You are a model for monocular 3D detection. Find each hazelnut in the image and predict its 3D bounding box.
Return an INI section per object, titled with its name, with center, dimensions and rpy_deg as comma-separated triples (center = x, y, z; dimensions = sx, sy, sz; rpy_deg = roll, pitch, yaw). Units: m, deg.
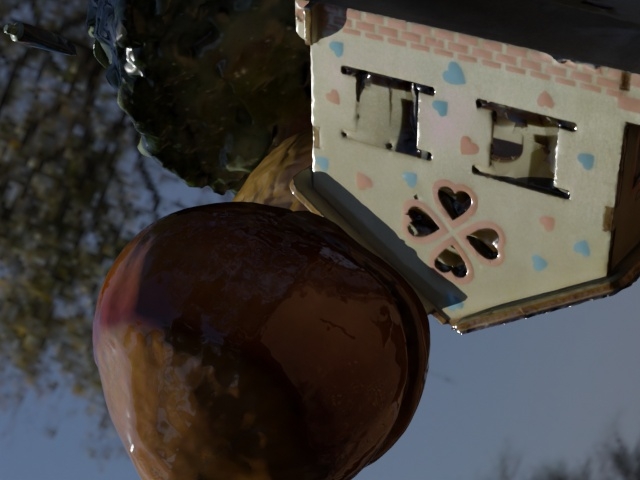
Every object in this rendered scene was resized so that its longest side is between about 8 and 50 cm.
[hazelnut]
center = -0.035, 0.066, 0.837
dimensions = 0.182, 0.182, 0.182
rpy_deg = -56, -21, -35

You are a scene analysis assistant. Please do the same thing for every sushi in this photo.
[sushi]
center = -0.052, -0.187, 1.392
dimensions = 0.294, 0.178, 0.352
rpy_deg = -24, -42, -2

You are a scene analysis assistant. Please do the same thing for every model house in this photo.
[model house]
center = 0.141, -0.059, 1.103
dimensions = 0.169, 0.326, 0.244
rpy_deg = -39, -41, -50

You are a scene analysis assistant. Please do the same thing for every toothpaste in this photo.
[toothpaste]
center = -0.265, -0.191, 1.470
dimensions = 0.083, 0.027, 0.019
rpy_deg = 13, -61, -49

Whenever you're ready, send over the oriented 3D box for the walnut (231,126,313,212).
[walnut]
center = 0.000, 0.000, 1.327
dimensions = 0.197, 0.165, 0.165
rpy_deg = -57, -13, 21
